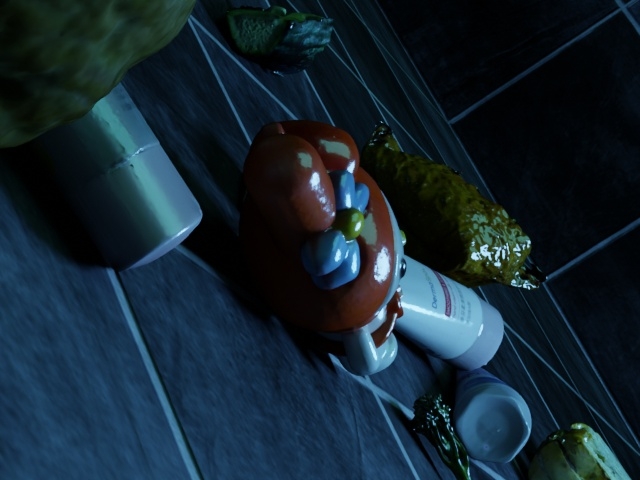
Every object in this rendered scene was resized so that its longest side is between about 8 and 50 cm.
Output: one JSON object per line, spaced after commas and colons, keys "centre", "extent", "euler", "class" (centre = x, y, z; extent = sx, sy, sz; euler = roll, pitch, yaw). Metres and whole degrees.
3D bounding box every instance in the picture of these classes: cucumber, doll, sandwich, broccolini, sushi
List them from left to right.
{"centre": [-0.052, -0.241, 1.917], "extent": [0.115, 0.085, 0.193], "euler": [14, 5, 12], "class": "cucumber"}
{"centre": [0.000, 0.000, 1.282], "extent": [0.290, 0.130, 0.161], "euler": [67, 8, -50], "class": "doll"}
{"centre": [0.134, -0.017, 1.935], "extent": [0.287, 0.149, 0.140], "euler": [38, 31, 31], "class": "sushi"}
{"centre": [0.147, 0.239, 1.488], "extent": [0.218, 0.042, 0.044], "euler": [59, 11, 6], "class": "broccolini"}
{"centre": [0.349, 0.341, 1.950], "extent": [0.249, 0.095, 0.273], "euler": [58, 10, 7], "class": "sandwich"}

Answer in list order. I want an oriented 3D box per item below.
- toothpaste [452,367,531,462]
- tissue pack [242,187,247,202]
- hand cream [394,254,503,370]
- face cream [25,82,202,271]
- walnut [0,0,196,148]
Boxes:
{"centre": [0.186, 0.188, 1.779], "extent": [0.125, 0.080, 0.371], "euler": [50, 3, 4], "class": "toothpaste"}
{"centre": [-0.006, -0.006, 1.459], "extent": [0.155, 0.065, 0.115], "euler": [55, 12, -15], "class": "tissue pack"}
{"centre": [0.090, 0.055, 1.708], "extent": [0.248, 0.083, 0.133], "euler": [32, 22, -40], "class": "hand cream"}
{"centre": [-0.168, -0.105, 0.984], "extent": [0.269, 0.073, 0.107], "euler": [56, 3, -3], "class": "face cream"}
{"centre": [-0.164, -0.173, 0.803], "extent": [0.227, 0.283, 0.283], "euler": [13, 0, 16], "class": "walnut"}
